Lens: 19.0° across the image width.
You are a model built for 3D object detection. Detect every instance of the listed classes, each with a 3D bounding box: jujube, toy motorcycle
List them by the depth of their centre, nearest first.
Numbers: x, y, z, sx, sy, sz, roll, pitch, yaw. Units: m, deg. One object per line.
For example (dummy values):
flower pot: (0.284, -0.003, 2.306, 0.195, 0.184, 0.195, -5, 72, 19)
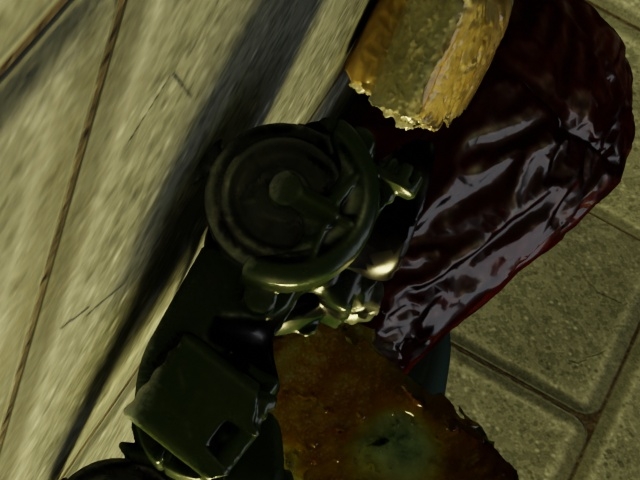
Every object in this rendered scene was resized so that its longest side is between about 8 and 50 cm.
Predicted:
toy motorcycle: (-0.035, 0.061, 0.958, 0.275, 0.127, 0.205, -63, 179, -11)
jujube: (0.090, -0.040, 1.404, 0.342, 0.216, 0.216, -52, 172, -31)

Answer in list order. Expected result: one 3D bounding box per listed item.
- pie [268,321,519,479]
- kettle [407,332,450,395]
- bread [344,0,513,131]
pie: (-0.007, 0.228, 1.305, 0.103, 0.288, 0.354, -53, 167, -80)
kettle: (0.005, 0.197, 1.545, 0.319, 0.247, 0.342, -49, -165, 27)
bread: (0.066, -0.130, 1.225, 0.125, 0.082, 0.106, -18, 127, -69)
